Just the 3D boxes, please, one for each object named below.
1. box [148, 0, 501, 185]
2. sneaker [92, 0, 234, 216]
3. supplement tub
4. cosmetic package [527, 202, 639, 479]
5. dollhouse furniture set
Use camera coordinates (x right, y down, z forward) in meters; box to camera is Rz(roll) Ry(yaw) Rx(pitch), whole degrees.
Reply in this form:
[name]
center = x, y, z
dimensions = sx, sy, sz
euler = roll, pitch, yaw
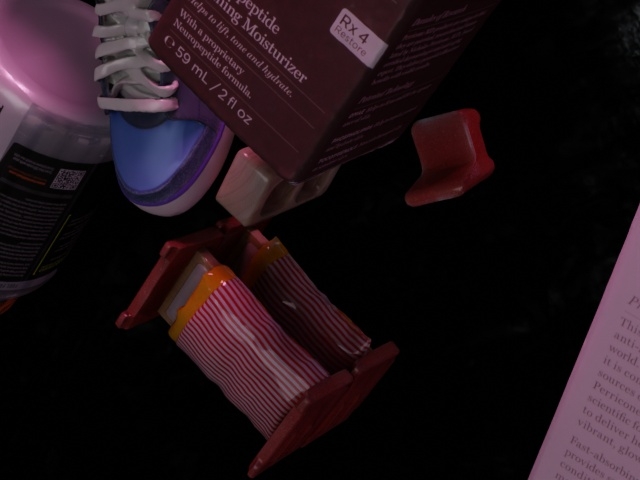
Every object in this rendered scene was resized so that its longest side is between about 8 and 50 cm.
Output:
[box]
center = 0.013, -0.182, 1.195
dimensions = 0.168, 0.167, 0.203
euler = 44, 124, 14
[sneaker]
center = -0.166, -0.195, 1.331
dimensions = 0.130, 0.236, 0.322
euler = 9, 86, 31
[supplement tub]
center = -0.306, -0.074, 1.566
dimensions = 0.193, 0.194, 0.316
euler = 48, 127, 14
[cosmetic package]
center = 0.305, 0.162, 1.208
dimensions = 0.230, 0.161, 0.453
euler = 32, 122, 25
[dollhouse furniture set]
center = 0.000, 0.000, 1.387
dimensions = 0.201, 0.152, 0.374
euler = 45, 127, 16
